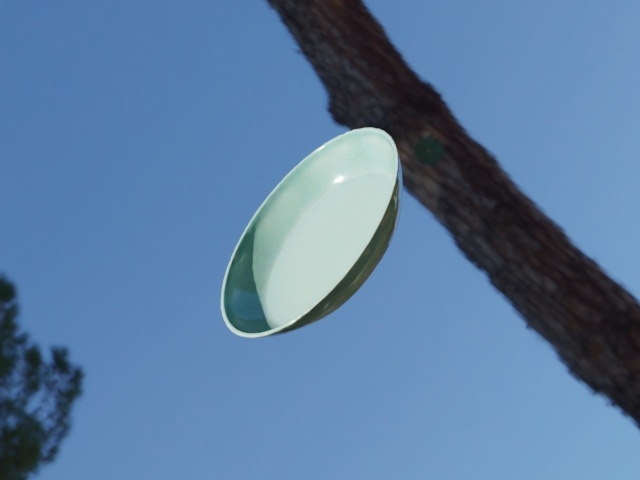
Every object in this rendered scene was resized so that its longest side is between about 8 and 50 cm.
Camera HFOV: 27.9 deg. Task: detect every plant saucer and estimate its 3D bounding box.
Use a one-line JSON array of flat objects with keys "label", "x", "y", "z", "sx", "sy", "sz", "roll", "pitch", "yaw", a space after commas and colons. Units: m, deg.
[{"label": "plant saucer", "x": 0.000, "y": 0.000, "z": 0.616, "sx": 0.021, "sy": 0.119, "sz": 0.119, "roll": 38, "pitch": -86, "yaw": -27}]
